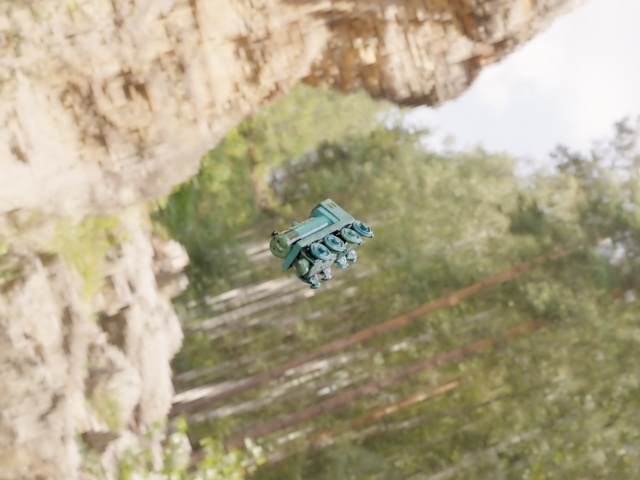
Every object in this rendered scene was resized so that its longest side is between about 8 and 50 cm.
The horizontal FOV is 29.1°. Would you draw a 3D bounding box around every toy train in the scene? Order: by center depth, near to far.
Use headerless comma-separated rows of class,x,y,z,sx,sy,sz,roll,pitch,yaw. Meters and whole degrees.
toy train,0.000,0.000,0.778,0.045,0.092,0.029,38,-64,12
